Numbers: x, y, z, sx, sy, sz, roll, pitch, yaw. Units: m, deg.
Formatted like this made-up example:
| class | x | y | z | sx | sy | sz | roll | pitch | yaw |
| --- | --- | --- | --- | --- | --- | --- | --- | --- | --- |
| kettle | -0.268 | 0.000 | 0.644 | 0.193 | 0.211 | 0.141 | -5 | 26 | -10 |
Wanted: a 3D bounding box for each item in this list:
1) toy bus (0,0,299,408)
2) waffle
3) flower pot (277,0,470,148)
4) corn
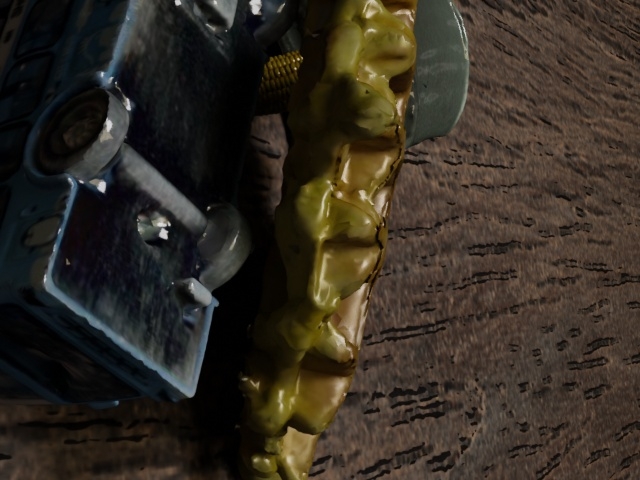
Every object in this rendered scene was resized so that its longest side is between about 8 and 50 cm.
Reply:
| class | x | y | z | sx | sy | sz | roll | pitch | yaw |
| --- | --- | --- | --- | --- | --- | --- | --- | --- | --- |
| toy bus | -0.095 | -0.073 | 0.562 | 0.106 | 0.131 | 0.297 | 45 | 43 | -41 |
| waffle | 0.001 | -0.006 | 0.635 | 0.300 | 0.058 | 0.281 | 101 | 0 | -50 |
| flower pot | 0.021 | -0.167 | 0.829 | 0.108 | 0.103 | 0.229 | -31 | 107 | -59 |
| corn | -0.010 | -0.100 | 0.764 | 0.037 | 0.092 | 0.037 | 163 | -90 | -89 |
